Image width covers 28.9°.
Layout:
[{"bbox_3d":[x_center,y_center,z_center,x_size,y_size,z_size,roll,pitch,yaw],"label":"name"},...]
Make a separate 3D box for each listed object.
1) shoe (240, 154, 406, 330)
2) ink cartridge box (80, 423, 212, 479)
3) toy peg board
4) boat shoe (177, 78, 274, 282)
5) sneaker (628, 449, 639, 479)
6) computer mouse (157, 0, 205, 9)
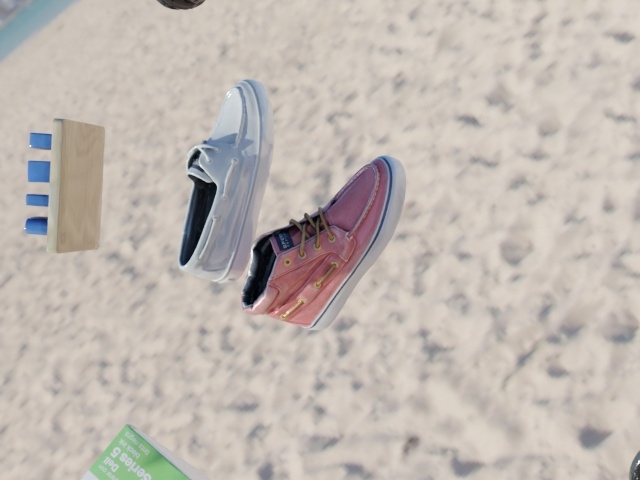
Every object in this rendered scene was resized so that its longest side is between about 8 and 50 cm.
[{"bbox_3d":[0.000,0.000,1.047,0.178,0.081,0.063,-60,36,26],"label":"shoe"},{"bbox_3d":[-0.209,0.349,1.270,0.115,0.198,0.273,35,80,30],"label":"ink cartridge box"},{"bbox_3d":[-0.334,-0.068,1.552,0.079,0.161,0.160,3,2,8],"label":"toy peg board"},{"bbox_3d":[-0.090,-0.056,1.102,0.066,0.063,0.184,13,91,54],"label":"boat shoe"},{"bbox_3d":[0.391,0.138,1.017,0.281,0.106,0.162,-32,-5,21],"label":"sneaker"},{"bbox_3d":[-0.075,-0.218,0.565,0.041,0.071,0.242,-11,74,36],"label":"computer mouse"}]
